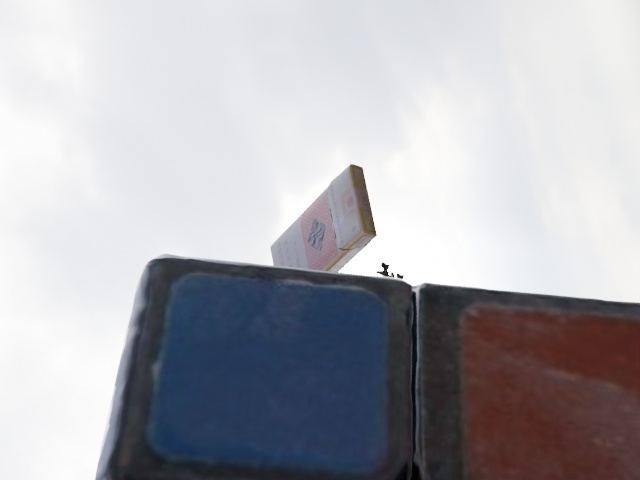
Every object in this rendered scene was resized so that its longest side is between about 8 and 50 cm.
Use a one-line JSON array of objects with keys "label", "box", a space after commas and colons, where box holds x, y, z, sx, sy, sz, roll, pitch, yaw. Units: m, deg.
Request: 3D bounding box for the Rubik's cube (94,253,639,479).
[{"label": "Rubik's cube", "box": [0.068, 0.247, 0.497, 0.362, 0.359, 0.363, 95, 177, -52]}]

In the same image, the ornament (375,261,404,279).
[{"label": "ornament", "box": [0.077, 0.056, 0.996, 0.125, 0.073, 0.028, 58, -163, -47]}]

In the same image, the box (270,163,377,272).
[{"label": "box", "box": [0.000, 0.000, 0.648, 0.012, 0.083, 0.046, 13, -129, -31]}]
